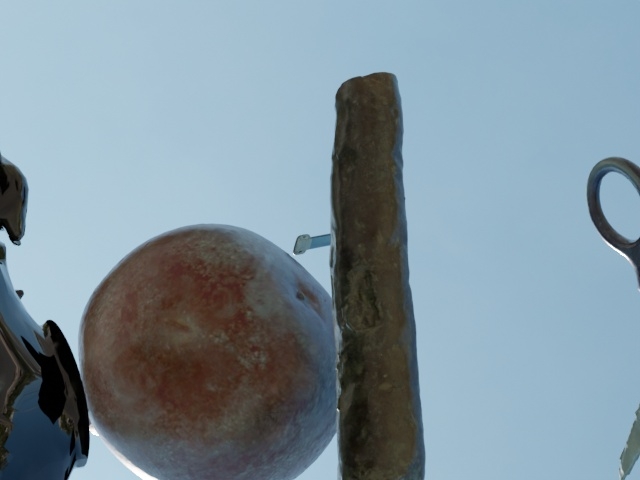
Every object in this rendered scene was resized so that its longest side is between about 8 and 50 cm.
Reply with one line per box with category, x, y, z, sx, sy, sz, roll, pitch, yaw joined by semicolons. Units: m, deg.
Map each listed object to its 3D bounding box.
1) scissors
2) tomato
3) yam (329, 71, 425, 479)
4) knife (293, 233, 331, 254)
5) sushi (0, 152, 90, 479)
scissors;0.371;0.112;1.307;0.029;0.383;0.256;-20;-148;-38
tomato;-0.118;0.140;1.378;0.283;0.317;0.316;-35;-145;23
yam;0.034;0.025;0.811;0.061;0.061;0.274;-6;-100;17
knife;0.000;0.000;1.499;0.010;0.027;0.096;32;-154;34
sushi;-0.328;0.059;0.684;0.328;0.329;0.285;-12;-103;-23
